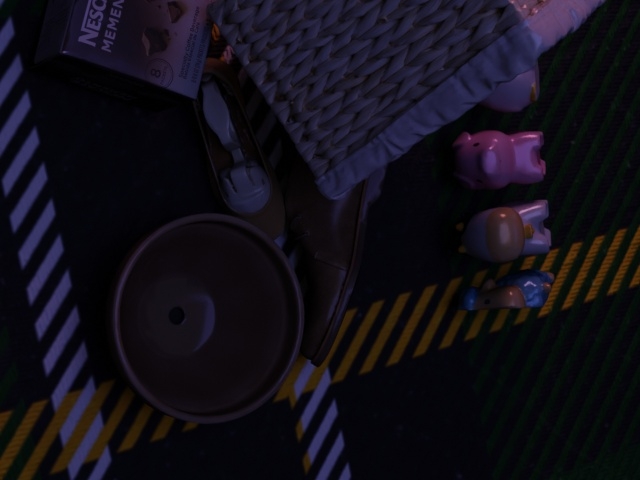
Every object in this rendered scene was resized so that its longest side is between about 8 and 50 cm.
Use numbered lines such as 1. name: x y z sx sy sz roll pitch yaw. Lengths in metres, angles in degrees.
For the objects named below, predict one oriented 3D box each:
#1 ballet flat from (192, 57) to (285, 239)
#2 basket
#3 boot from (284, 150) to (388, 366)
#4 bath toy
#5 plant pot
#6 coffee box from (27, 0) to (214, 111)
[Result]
1. ballet flat: -0.106 -0.101 1.684 0.080 0.073 0.232 -21 97 6
2. basket: 0.113 -0.269 1.593 0.266 0.331 0.328 54 35 -3
3. boot: 0.000 0.000 1.746 0.115 0.112 0.305 13 79 -8
4. bath toy: 0.226 -0.087 1.850 0.129 0.151 0.348 -3 93 14
5. plant pot: -0.146 0.087 1.643 0.237 0.110 0.237 0 90 -29
6. coffee box: -0.202 -0.313 1.611 0.168 0.119 0.297 18 80 -28
